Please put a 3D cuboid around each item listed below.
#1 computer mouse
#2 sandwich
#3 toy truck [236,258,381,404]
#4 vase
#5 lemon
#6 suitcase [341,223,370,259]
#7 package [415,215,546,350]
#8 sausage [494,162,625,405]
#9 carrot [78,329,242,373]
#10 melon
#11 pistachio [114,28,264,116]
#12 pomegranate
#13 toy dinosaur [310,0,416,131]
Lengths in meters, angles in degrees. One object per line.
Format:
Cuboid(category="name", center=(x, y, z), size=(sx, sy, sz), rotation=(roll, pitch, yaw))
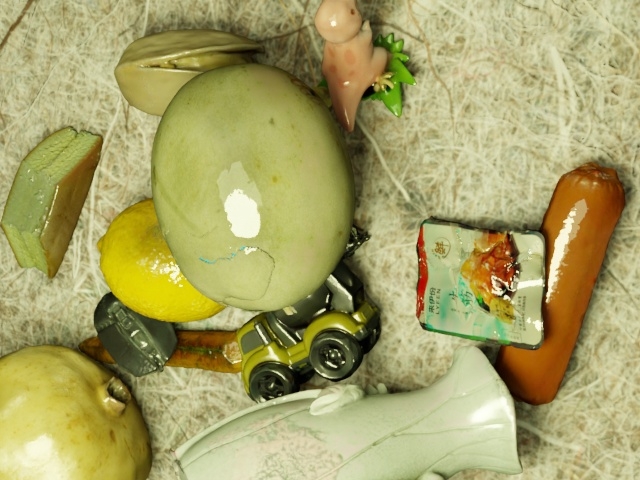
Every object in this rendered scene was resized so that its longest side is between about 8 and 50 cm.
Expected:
Cuboid(category="computer mouse", center=(-0.293, 0.130, 1.557), size=(0.106, 0.062, 0.192), rotation=(-41, 48, -9))
Cuboid(category="sandwich", center=(-0.435, -0.060, 1.611), size=(0.094, 0.096, 0.258), rotation=(24, 101, 21))
Cuboid(category="toy truck", center=(-0.029, 0.128, 1.451), size=(0.224, 0.147, 0.165), rotation=(-30, 94, 23))
Cuboid(category="vase", center=(0.046, 0.296, 1.327), size=(0.445, 0.250, 0.250), rotation=(-19, 90, -14))
Cuboid(category="lemon", center=(-0.214, 0.028, 1.491), size=(0.256, 0.188, 0.188), rotation=(10, 99, 11))
Cuboid(category="suitcase", center=(0.000, 0.000, 1.480), size=(0.126, 0.059, 0.086), rotation=(-33, 83, 20))
Cuboid(category="package", center=(0.211, 0.057, 1.373), size=(0.232, 0.040, 0.166), rotation=(9, 98, 48))
Cuboid(category="sausage", center=(0.316, 0.065, 1.359), size=(0.097, 0.094, 0.349), rotation=(19, 103, 16))
Cuboid(category="carrot", center=(-0.246, 0.173, 1.589), size=(0.314, 0.066, 0.066), rotation=(-2, 96, 23))
Cuboid(category="melon", center=(-0.083, -0.062, 1.319), size=(0.268, 0.268, 0.330), rotation=(-14, 90, 20))
Cuboid(category="pistachio", center=(-0.190, -0.245, 1.476), size=(0.223, 0.152, 0.126), rotation=(-4, 91, 1))
Cuboid(category="pomegranate", center=(-0.407, 0.322, 1.527), size=(0.332, 0.332, 0.333), rotation=(2, 97, 19))
Cuboid(category="toy dinosaur", center=(0.051, -0.243, 1.373), size=(0.152, 0.177, 0.194), rotation=(19, 104, 17))
